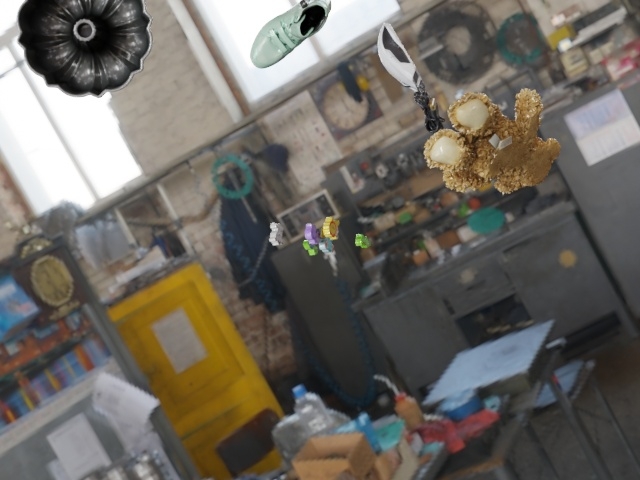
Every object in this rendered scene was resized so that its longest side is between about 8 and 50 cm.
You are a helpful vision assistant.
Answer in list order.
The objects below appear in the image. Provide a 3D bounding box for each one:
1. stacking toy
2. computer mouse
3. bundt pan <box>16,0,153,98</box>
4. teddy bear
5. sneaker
[{"bbox_3d":[0.000,0.000,2.185,0.167,0.052,0.221,-5,-17,28],"label":"stacking toy"},{"bbox_3d":[0.136,-0.265,1.456,0.042,0.193,0.106,-30,-22,9],"label":"computer mouse"},{"bbox_3d":[-0.574,-0.514,2.249,0.331,0.330,0.124,-29,8,-2],"label":"bundt pan"},{"bbox_3d":[0.337,-0.197,1.816,0.338,0.113,0.245,-6,-56,-37],"label":"teddy bear"},{"bbox_3d":[-0.082,-0.506,2.213,0.256,0.094,0.151,-40,17,17],"label":"sneaker"}]
